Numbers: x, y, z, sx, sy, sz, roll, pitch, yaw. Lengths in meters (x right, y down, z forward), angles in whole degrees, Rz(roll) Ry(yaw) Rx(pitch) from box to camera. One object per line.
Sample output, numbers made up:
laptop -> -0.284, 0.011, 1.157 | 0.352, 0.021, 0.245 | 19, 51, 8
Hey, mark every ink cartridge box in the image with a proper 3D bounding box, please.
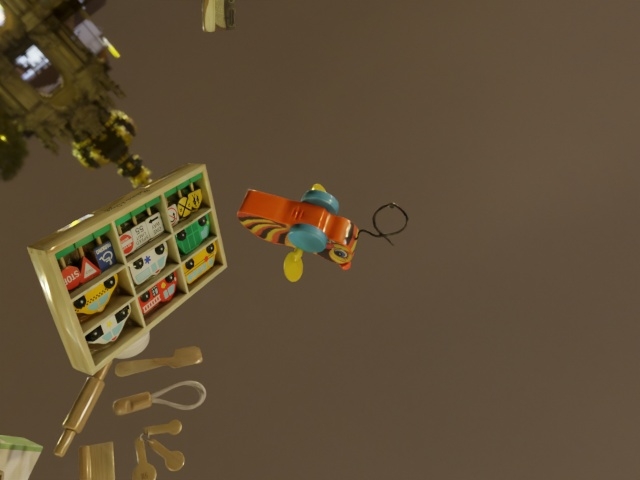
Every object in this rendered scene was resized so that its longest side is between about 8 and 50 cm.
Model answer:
ink cartridge box -> -0.575, 0.441, 0.944 | 0.056, 0.171, 0.235 | 15, -109, 17

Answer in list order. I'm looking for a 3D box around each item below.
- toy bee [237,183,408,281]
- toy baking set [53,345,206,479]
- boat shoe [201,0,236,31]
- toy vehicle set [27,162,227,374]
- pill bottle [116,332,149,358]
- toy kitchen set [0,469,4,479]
toy bee -> 0.000, 0.000, 1.056 | 0.298, 0.162, 0.195 | 30, -113, 28
toy baking set -> -0.298, 0.277, 0.937 | 0.030, 0.197, 0.256 | 126, -18, -56
boat shoe -> -0.161, -0.448, 0.976 | 0.073, 0.223, 0.080 | -4, -118, -18
toy vehicle set -> -0.228, 0.023, 0.745 | 0.035, 0.166, 0.267 | 8, -149, 29
pill bottle -> -0.341, 0.101, 0.978 | 0.118, 0.208, 0.117 | 5, -139, -5
toy kitchen set -> -0.427, 0.355, 0.746 | 0.083, 0.068, 0.075 | 8, -87, 26
